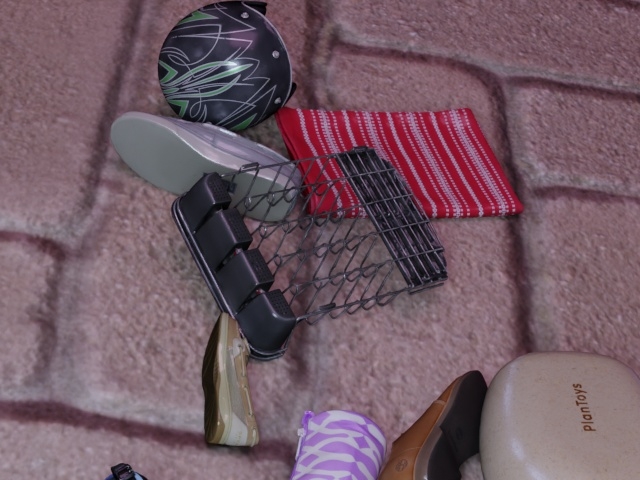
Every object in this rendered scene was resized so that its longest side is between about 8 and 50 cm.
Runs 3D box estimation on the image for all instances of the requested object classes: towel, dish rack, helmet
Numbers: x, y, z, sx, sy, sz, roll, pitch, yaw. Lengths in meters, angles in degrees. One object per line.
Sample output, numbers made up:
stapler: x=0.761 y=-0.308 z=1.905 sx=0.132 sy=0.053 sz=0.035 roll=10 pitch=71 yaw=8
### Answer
towel: x=0.091 y=-0.097 z=1.798 sx=0.274 sy=0.031 sz=0.199 roll=-1 pitch=43 yaw=-18
dish rack: x=0.000 y=0.000 z=1.588 sx=0.271 sy=0.074 sz=0.208 roll=-13 pitch=66 yaw=-36
helmet: x=-0.110 y=-0.206 z=1.755 sx=0.169 sy=0.169 sz=0.161 roll=18 pitch=20 yaw=5

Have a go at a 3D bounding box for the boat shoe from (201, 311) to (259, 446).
boat shoe: x=-0.086 y=0.137 z=1.450 sx=0.048 sy=0.056 sz=0.153 roll=13 pitch=40 yaw=-17

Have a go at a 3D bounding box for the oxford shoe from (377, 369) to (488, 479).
oxford shoe: x=0.111 y=0.188 z=1.441 sx=0.076 sy=0.076 sz=0.212 roll=-13 pitch=15 yaw=31

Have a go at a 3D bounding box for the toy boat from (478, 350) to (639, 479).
toy boat: x=0.308 y=0.228 z=1.411 sx=0.318 sy=0.148 sz=0.267 roll=5 pitch=35 yaw=0

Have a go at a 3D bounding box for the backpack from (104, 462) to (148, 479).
backpack: x=-0.136 y=0.289 z=1.201 sx=0.173 sy=0.117 sz=0.158 roll=25 pitch=40 yaw=14

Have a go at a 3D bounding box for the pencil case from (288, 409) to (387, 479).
pencil case: x=-0.003 y=0.238 z=1.325 sx=0.088 sy=0.086 sz=0.206 roll=28 pitch=39 yaw=-4

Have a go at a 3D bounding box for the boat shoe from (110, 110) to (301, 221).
boat shoe: x=-0.128 y=-0.094 z=1.698 sx=0.227 sy=0.079 sz=0.081 roll=23 pitch=33 yaw=1
